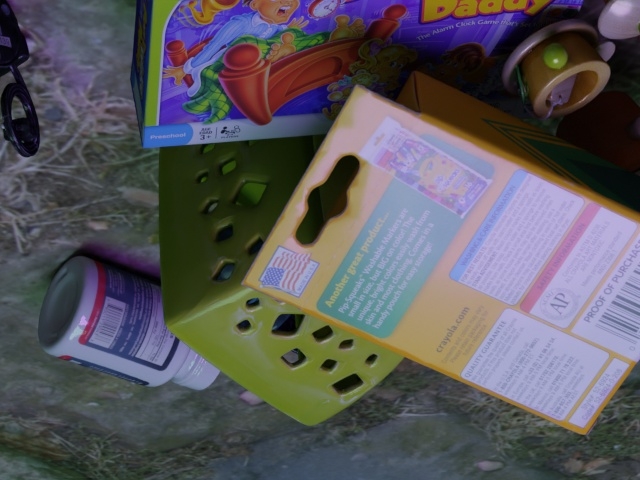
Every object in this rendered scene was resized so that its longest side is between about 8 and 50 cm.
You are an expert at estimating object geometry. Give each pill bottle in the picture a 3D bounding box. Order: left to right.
[{"bbox_3d":[-0.192,0.093,1.894,0.180,0.108,0.108,22,141,-29],"label":"pill bottle"}]

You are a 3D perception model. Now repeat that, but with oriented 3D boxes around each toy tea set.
[{"bbox_3d":[0.266,-0.116,1.467,0.200,0.124,0.336,-34,152,11],"label":"toy tea set"}]

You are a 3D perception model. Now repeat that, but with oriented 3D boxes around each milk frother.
[{"bbox_3d":[-0.313,-0.126,1.537,0.134,0.143,0.129,-24,146,29],"label":"milk frother"}]

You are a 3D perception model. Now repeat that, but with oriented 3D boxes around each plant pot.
[{"bbox_3d":[0.000,0.000,1.659,0.207,0.228,0.227,-28,137,24],"label":"plant pot"}]

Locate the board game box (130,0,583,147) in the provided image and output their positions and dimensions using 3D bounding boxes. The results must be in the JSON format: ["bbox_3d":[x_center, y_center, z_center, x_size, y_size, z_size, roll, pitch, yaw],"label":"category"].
[{"bbox_3d":[0.029,-0.185,1.446,0.347,0.078,0.233,-5,147,-11],"label":"board game box"}]

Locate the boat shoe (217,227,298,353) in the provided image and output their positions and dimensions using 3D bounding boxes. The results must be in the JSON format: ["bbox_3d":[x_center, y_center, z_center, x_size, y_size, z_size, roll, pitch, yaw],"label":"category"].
[{"bbox_3d":[-0.049,0.057,1.855,0.258,0.089,0.109,25,139,-31],"label":"boat shoe"}]

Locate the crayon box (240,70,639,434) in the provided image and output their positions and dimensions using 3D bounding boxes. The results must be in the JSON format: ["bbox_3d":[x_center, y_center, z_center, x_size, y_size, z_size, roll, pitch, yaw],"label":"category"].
[{"bbox_3d":[0.124,0.003,1.459,0.323,0.083,0.203,24,117,-14],"label":"crayon box"}]
